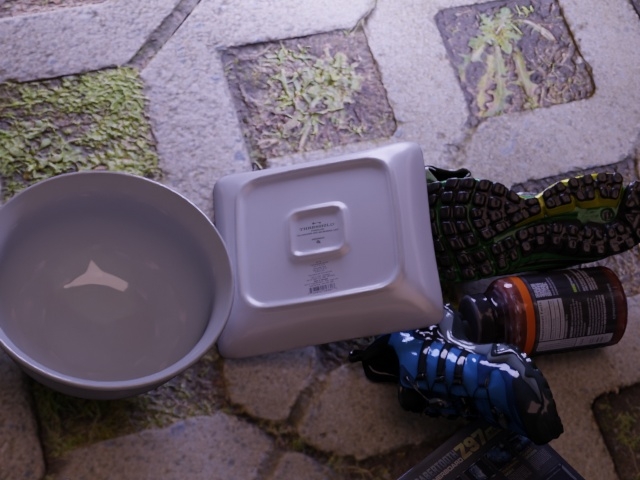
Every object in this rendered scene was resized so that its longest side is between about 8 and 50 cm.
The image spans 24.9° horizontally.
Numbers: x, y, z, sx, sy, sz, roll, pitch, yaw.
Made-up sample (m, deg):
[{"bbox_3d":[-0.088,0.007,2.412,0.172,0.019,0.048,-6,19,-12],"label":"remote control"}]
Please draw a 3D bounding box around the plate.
[{"bbox_3d":[0.000,0.000,1.788,0.277,0.045,0.278,-10,55,7],"label":"plate"}]

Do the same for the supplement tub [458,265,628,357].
[{"bbox_3d":[0.275,0.092,1.811,0.198,0.106,0.106,-6,57,-16],"label":"supplement tub"}]

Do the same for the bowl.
[{"bbox_3d":[-0.254,0.073,1.687,0.298,0.134,0.297,6,55,-8],"label":"bowl"}]

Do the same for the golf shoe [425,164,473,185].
[{"bbox_3d":[0.116,-0.075,1.904,0.176,0.086,0.069,-2,58,-12],"label":"golf shoe"}]

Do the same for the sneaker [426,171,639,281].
[{"bbox_3d":[0.248,-0.002,1.869,0.344,0.146,0.134,-2,76,3],"label":"sneaker"}]

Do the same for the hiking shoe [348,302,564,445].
[{"bbox_3d":[0.161,0.175,1.682,0.132,0.113,0.304,-32,29,-16],"label":"hiking shoe"}]

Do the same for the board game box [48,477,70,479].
[{"bbox_3d":[-0.388,0.407,1.453,0.302,0.086,0.308,-4,57,-15],"label":"board game box"}]

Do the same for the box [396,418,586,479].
[{"bbox_3d":[0.188,0.314,1.662,0.233,0.059,0.183,-34,67,-30],"label":"box"}]
